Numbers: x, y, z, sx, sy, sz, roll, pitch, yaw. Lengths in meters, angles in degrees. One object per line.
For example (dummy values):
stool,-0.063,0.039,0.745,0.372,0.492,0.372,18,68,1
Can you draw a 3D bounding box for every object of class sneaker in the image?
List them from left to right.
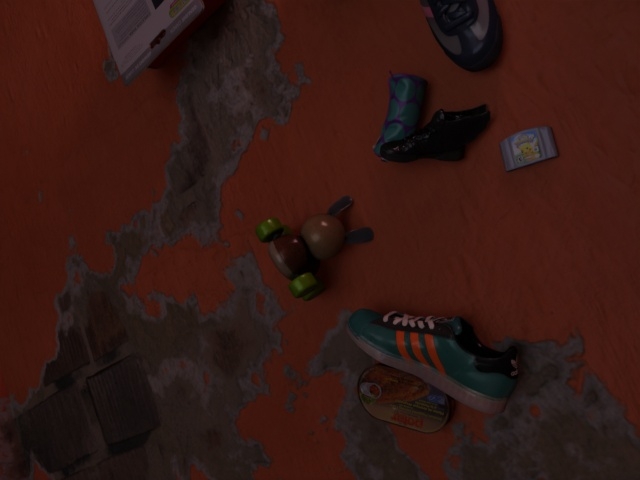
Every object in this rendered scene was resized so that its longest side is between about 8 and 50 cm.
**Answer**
sneaker,0.188,0.167,1.011,0.302,0.108,0.121,23,107,25
sneaker,0.184,-0.176,0.972,0.170,0.051,0.089,0,126,-3
sneaker,0.181,-0.415,0.939,0.112,0.131,0.319,-28,77,35

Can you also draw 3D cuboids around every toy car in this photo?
toy car,0.000,0.000,1.146,0.188,0.149,0.155,-33,76,5

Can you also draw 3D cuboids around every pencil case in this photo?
pencil case,0.136,-0.210,1.034,0.070,0.064,0.152,14,103,6

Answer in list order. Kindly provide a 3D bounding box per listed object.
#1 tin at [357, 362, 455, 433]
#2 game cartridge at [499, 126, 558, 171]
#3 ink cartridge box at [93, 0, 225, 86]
tin,0.153,0.284,1.086,0.189,0.040,0.106,6,94,37
game cartridge,0.322,-0.144,0.930,0.083,0.017,0.056,-17,80,37
ink cartridge box,-0.350,-0.530,1.336,0.309,0.130,0.272,-27,79,36
